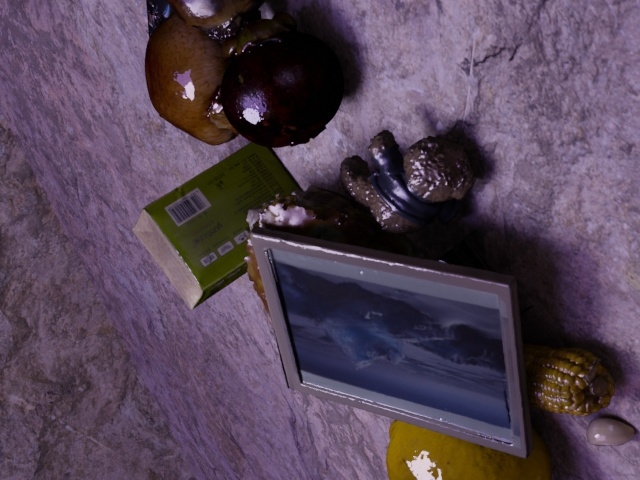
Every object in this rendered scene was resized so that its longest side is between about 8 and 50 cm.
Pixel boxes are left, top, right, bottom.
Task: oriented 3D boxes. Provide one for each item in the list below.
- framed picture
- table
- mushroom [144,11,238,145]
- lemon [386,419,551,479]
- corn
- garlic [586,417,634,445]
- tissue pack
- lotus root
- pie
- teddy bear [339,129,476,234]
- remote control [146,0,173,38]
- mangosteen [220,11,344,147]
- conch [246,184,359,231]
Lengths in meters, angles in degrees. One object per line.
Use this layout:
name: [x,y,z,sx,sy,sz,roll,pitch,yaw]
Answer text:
framed picture: [0.102,0.151,1.513,0.446,0.028,0.326,10,128,33]
table: [0.233,0.080,1.549,0.146,0.062,0.175,54,153,6]
mushroom: [-0.200,-0.284,1.735,0.283,0.195,0.263,31,139,42]
lemon: [0.244,0.374,1.647,0.284,0.260,0.261,21,137,51]
corn: [0.317,0.201,1.504,0.313,0.102,0.102,4,123,63]
garlic: [0.424,0.288,1.476,0.083,0.053,0.041,124,155,-67]
tissue pack: [-0.184,-0.033,1.896,0.200,0.274,0.167,54,155,4]
lotus root: [-0.183,-0.445,1.551,0.141,0.169,0.314,-66,-46,-71]
pie: [0.019,0.065,1.628,0.288,0.103,0.355,4,128,20]
teddy bear: [0.130,-0.073,1.475,0.181,0.129,0.251,25,157,-19]
remote control: [-0.285,-0.461,1.830,0.144,0.062,0.399,44,152,26]
mangosteen: [-0.064,-0.244,1.545,0.210,0.209,0.210,41,150,30]
conch: [0.003,-0.009,1.750,0.291,0.159,0.210,20,127,11]
